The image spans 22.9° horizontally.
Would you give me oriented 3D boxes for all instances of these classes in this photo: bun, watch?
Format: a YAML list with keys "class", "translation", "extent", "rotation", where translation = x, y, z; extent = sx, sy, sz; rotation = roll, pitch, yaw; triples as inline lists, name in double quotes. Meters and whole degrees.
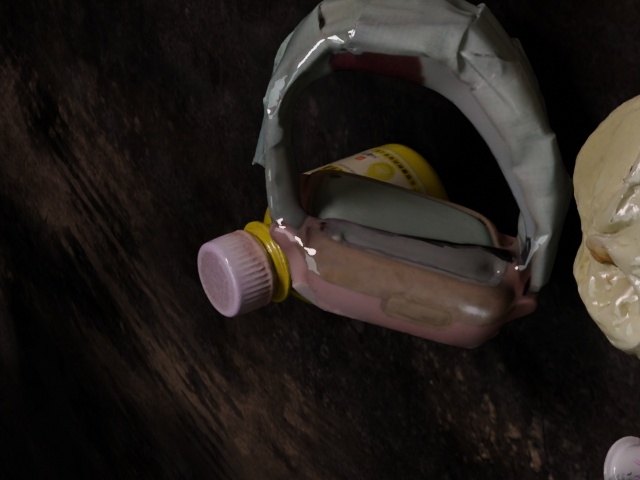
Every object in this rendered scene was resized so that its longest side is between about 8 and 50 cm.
- class: "bun"
  translation: [0.241, 0.000, 1.045]
  extent: [0.220, 0.134, 0.220]
  rotation: [39, 140, 42]
- class: "watch"
  translation: [0.074, -0.071, 1.206]
  extent: [0.162, 0.253, 0.241]
  rotation: [-93, 21, -62]

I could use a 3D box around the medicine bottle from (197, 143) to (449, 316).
- class: "medicine bottle"
  translation: [0.000, 0.000, 1.373]
  extent: [0.122, 0.212, 0.122]
  rotation: [38, 138, 43]

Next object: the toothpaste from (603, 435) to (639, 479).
- class: "toothpaste"
  translation: [0.324, 0.152, 1.082]
  extent: [0.323, 0.066, 0.100]
  rotation: [-17, 88, 57]
